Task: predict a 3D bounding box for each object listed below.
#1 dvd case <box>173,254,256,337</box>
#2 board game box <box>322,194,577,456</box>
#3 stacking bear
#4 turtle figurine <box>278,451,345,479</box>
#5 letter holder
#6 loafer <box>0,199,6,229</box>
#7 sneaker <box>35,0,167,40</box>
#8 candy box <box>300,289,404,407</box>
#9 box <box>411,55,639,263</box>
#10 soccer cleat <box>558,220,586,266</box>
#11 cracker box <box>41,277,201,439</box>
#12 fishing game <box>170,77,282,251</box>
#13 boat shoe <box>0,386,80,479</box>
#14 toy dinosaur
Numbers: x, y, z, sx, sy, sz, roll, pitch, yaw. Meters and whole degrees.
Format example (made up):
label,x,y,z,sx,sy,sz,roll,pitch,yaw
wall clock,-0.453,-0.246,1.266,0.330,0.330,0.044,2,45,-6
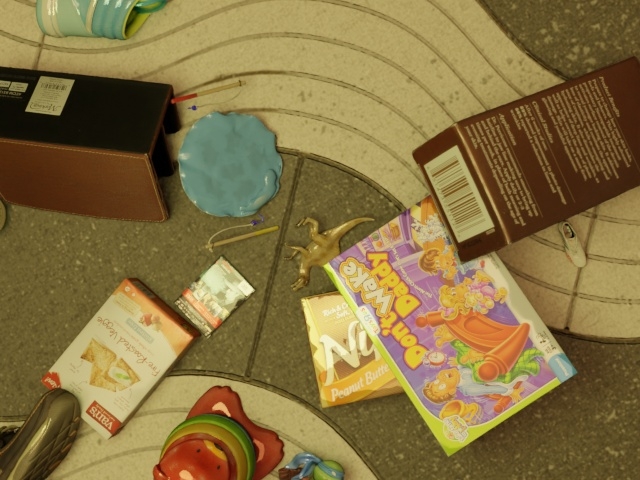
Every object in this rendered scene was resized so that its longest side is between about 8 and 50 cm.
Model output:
label,x,y,z,sx,sy,sz,roll,pitch,yaw
dvd case,-0.182,0.096,1.606,0.087,0.013,0.119,45,95,5
board game box,0.196,0.120,1.447,0.233,0.078,0.347,-34,84,2
stacking bear,-0.180,0.351,1.463,0.175,0.289,0.164,45,93,4
turtle figurine,-0.003,0.508,1.492,0.275,0.198,0.266,36,96,9
letter holder,-0.397,-0.154,1.578,0.302,0.214,0.152,7,58,6
loafer,-0.680,-0.067,1.620,0.269,0.092,0.102,15,81,-11
sneaker,-0.348,-0.488,1.578,0.208,0.127,0.319,12,100,8
candy box,0.140,0.152,1.535,0.316,0.087,0.182,-11,87,5
box,0.346,-0.126,1.409,0.381,0.143,0.191,-22,86,-26
soccer cleat,0.414,0.006,1.536,0.029,0.035,0.083,-22,87,5
cracker box,-0.339,0.200,1.593,0.156,0.067,0.232,40,94,5
fishing game,-0.152,-0.129,1.565,0.189,0.041,0.264,-21,102,-24
boat shoe,-0.532,0.379,1.559,0.130,0.132,0.355,37,103,12
toy dinosaur,0.000,0.000,1.579,0.092,0.053,0.183,42,101,-11
